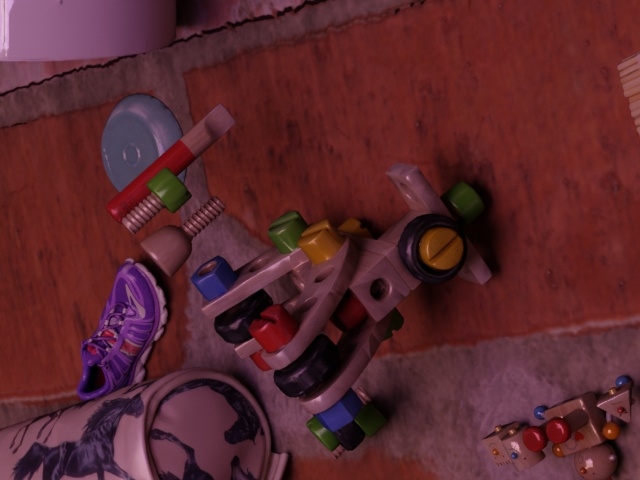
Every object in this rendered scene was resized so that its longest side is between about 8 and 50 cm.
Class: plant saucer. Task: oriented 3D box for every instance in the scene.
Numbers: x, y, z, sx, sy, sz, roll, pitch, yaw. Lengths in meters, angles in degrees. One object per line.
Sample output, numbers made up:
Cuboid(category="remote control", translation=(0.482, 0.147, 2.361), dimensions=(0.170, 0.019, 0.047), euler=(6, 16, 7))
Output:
Cuboid(category="plant saucer", translation=(-0.183, -0.087, 1.860), dimensions=(0.119, 0.021, 0.119), euler=(12, 109, 40))

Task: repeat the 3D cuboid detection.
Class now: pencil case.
Cuboid(category="pencil case", translation=(-0.226, 0.246, 1.889), dimensions=(0.410, 0.183, 0.160), euler=(-20, 58, 43))

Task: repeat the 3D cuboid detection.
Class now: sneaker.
Cuboid(category="sneaker", translation=(-0.207, 0.099, 1.893), dimensions=(0.068, 0.071, 0.170), euler=(33, 120, 32))

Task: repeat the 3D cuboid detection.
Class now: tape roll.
Cuboid(category="tape roll", translation=(-0.274, -0.237, 1.727), dimensions=(0.286, 0.286, 0.100), euler=(14, 109, 39))

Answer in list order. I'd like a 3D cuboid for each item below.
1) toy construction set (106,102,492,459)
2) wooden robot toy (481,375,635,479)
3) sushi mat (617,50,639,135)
Cuboid(category="toy construction set", translation=(0.000, 0.000, 1.613), dimensions=(0.237, 0.257, 0.309), euler=(-43, 85, -6))
Cuboid(category="wooden robot toy", translation=(0.209, 0.175, 1.540), dimensions=(0.173, 0.076, 0.079), euler=(-27, 92, 43))
Cuboid(category="sushi mat", translation=(0.364, -0.120, 1.357), dimensions=(0.316, 0.019, 0.151), euler=(-25, 84, 43))
